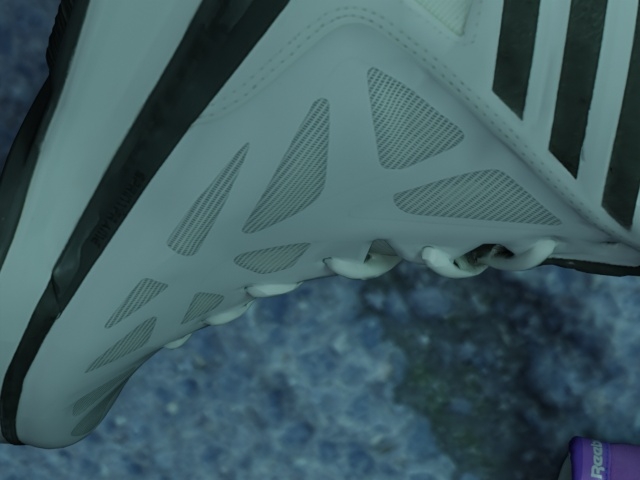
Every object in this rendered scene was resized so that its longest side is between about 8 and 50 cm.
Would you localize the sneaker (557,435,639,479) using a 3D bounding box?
[{"bbox_3d":[0.224,0.129,0.625,0.161,0.102,0.282,34,109,-4],"label":"sneaker"}]

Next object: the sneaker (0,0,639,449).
[{"bbox_3d":[0.000,0.000,0.508,0.257,0.169,0.447,25,137,-8],"label":"sneaker"}]
